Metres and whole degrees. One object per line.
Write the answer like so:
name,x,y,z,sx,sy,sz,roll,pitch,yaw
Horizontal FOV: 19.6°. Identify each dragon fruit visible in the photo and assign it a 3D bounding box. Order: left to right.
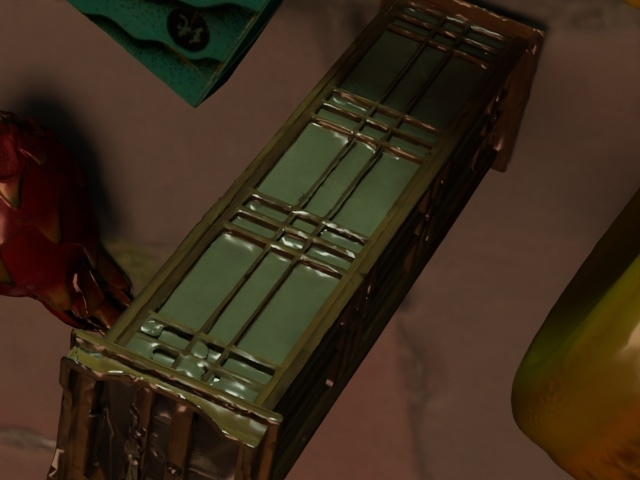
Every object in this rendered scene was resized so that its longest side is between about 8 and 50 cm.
dragon fruit,-0.162,0.010,1.061,0.094,0.094,0.190,-1,132,29

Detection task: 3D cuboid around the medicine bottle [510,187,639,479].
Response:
medicine bottle,0.292,0.099,0.781,0.384,0.224,0.224,36,131,2

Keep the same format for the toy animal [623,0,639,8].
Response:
toy animal,0.133,-0.201,0.716,0.156,0.156,0.229,-12,116,34

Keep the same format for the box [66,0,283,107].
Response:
box,-0.058,-0.185,0.801,0.161,0.042,0.226,41,130,2

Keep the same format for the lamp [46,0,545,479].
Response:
lamp,0.000,0.000,0.803,0.090,0.325,0.089,23,130,12
